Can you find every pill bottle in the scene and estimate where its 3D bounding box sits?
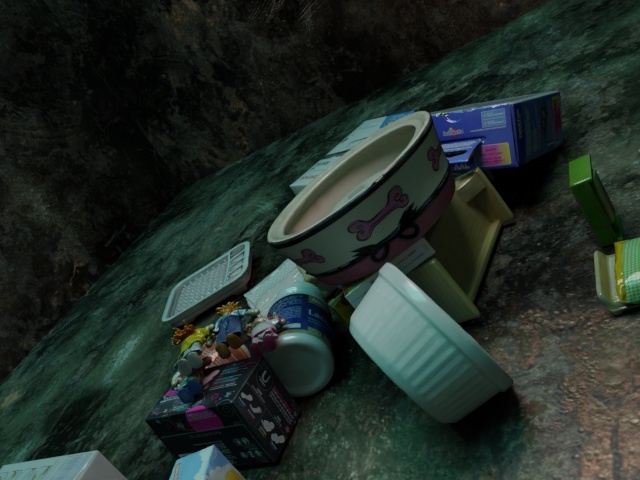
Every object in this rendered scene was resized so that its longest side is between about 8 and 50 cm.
[{"bbox_3d":[-0.273,0.326,1.497,0.121,0.121,0.216,-9,32,49],"label":"pill bottle"},{"bbox_3d":[-0.048,0.205,1.384,0.153,0.153,0.264,-29,22,12],"label":"pill bottle"}]

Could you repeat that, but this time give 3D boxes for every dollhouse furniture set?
[{"bbox_3d":[0.542,-0.040,1.048,0.198,0.151,0.301,-21,24,31],"label":"dollhouse furniture set"}]

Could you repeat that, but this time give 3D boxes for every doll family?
[{"bbox_3d":[-0.204,0.190,1.250,0.263,0.118,0.163,-30,16,1],"label":"doll family"}]

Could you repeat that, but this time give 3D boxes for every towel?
[{"bbox_3d":[-0.046,0.105,1.748,0.332,0.053,0.317,-39,21,-11],"label":"towel"}]

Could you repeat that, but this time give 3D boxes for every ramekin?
[{"bbox_3d":[0.165,0.172,1.011,0.127,0.273,0.273,-47,21,1],"label":"ramekin"}]

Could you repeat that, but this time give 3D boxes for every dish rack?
[{"bbox_3d":[-0.357,0.152,2.078,0.333,0.072,0.285,-31,22,8],"label":"dish rack"}]

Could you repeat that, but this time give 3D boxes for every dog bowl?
[{"bbox_3d":[0.092,-0.075,1.268,0.408,0.150,0.408,-36,15,11],"label":"dog bowl"}]

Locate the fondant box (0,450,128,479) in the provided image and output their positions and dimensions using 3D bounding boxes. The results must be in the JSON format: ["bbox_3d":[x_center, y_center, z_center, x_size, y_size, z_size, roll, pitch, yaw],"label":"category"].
[{"bbox_3d":[-0.468,0.522,1.190,0.330,0.238,0.096,-20,25,32],"label":"fondant box"}]

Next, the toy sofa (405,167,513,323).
[{"bbox_3d":[0.264,0.020,1.331,0.177,0.150,0.362,-28,20,42],"label":"toy sofa"}]

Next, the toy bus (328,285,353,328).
[{"bbox_3d":[0.115,0.116,1.398,0.202,0.104,0.191,-38,5,39],"label":"toy bus"}]

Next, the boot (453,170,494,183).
[{"bbox_3d":[0.335,-0.118,1.639,0.165,0.077,0.213,-45,18,-27],"label":"boot"}]

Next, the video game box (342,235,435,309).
[{"bbox_3d":[0.123,0.035,1.258,0.187,0.048,0.205,-41,15,8],"label":"video game box"}]

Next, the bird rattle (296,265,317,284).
[{"bbox_3d":[0.000,0.000,1.576,0.207,0.253,0.143,-37,-19,34],"label":"bird rattle"}]

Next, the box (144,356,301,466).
[{"bbox_3d":[-0.192,0.352,1.264,0.247,0.163,0.142,-20,22,33],"label":"box"}]

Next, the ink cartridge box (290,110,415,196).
[{"bbox_3d":[0.136,-0.234,2.060,0.395,0.166,0.285,-43,22,-22],"label":"ink cartridge box"}]

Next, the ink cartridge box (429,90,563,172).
[{"bbox_3d":[0.387,-0.256,1.516,0.270,0.151,0.395,-1,13,38],"label":"ink cartridge box"}]

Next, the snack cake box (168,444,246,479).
[{"bbox_3d":[-0.186,0.479,0.990,0.089,0.152,0.264,-27,22,17],"label":"snack cake box"}]
